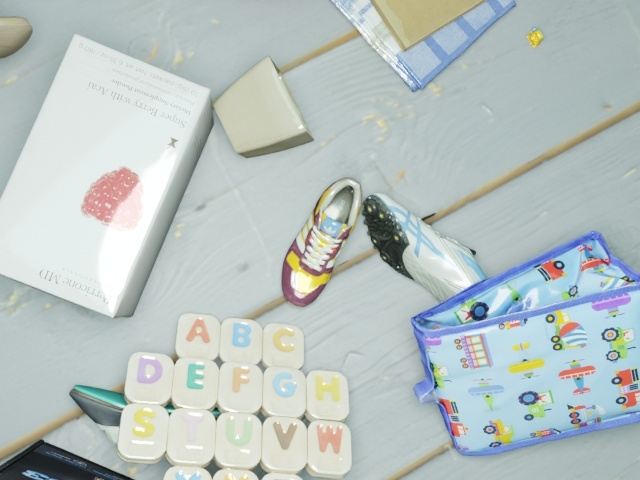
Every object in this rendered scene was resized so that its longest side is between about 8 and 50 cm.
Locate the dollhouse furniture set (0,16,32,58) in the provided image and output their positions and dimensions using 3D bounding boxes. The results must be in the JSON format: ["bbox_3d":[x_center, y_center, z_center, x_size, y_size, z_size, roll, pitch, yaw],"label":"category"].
[{"bbox_3d":[-0.466,-0.401,1.007,0.394,0.256,0.362,-38,88,28],"label":"dollhouse furniture set"}]

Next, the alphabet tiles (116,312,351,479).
[{"bbox_3d":[-0.100,0.215,1.005,0.284,0.021,0.278,8,52,-11],"label":"alphabet tiles"}]

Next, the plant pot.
[{"bbox_3d":[-0.079,-0.166,1.083,0.096,0.109,0.109,-26,88,5],"label":"plant pot"}]

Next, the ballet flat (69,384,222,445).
[{"bbox_3d":[-0.225,0.236,1.045,0.203,0.074,0.074,11,84,-7],"label":"ballet flat"}]

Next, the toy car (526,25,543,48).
[{"bbox_3d":[0.316,-0.344,1.167,0.060,0.040,0.122,-16,86,-7],"label":"toy car"}]

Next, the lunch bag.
[{"bbox_3d":[0.262,0.155,1.040,0.293,0.138,0.221,-21,119,1],"label":"lunch bag"}]

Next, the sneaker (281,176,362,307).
[{"bbox_3d":[0.000,0.000,1.081,0.069,0.084,0.185,22,82,-3],"label":"sneaker"}]

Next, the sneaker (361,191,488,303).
[{"bbox_3d":[0.153,0.019,1.102,0.237,0.085,0.086,44,60,1],"label":"sneaker"}]

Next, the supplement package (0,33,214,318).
[{"bbox_3d":[-0.268,-0.068,1.015,0.177,0.175,0.293,22,83,-4],"label":"supplement package"}]

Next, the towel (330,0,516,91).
[{"bbox_3d":[0.112,-0.374,1.154,0.209,0.034,0.285,-43,90,-8],"label":"towel"}]

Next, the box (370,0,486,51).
[{"bbox_3d":[0.127,-0.387,1.129,0.164,0.021,0.201,-33,89,-9],"label":"box"}]

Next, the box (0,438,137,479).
[{"bbox_3d":[-0.230,0.334,0.921,0.295,0.293,0.073,25,82,-2],"label":"box"}]
